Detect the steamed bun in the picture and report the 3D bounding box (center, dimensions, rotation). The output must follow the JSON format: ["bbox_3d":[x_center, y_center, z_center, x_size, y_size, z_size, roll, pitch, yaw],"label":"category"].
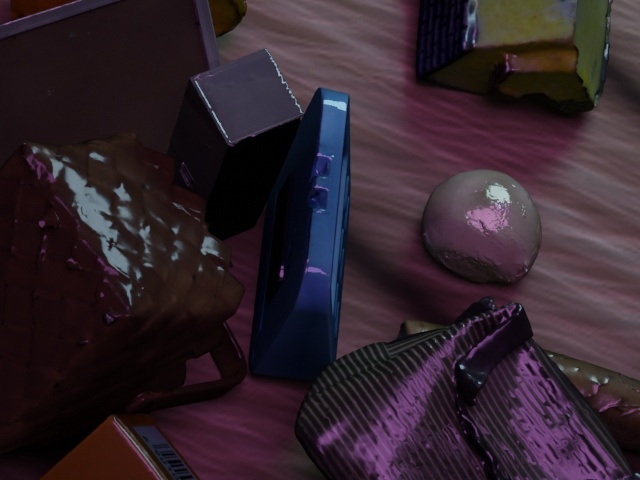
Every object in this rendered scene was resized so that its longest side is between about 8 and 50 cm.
[{"bbox_3d":[0.174,-0.021,1.930,0.130,0.091,0.112,24,63,-1],"label":"steamed bun"}]

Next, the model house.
[{"bbox_3d":[0.202,-0.245,2.028,0.211,0.170,0.194,0,72,18],"label":"model house"}]

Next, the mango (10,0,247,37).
[{"bbox_3d":[-0.199,-0.256,1.933,0.248,0.151,0.156,-1,99,-19],"label":"mango"}]

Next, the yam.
[{"bbox_3d":[0.255,0.158,1.881,0.371,0.083,0.083,14,65,-6],"label":"yam"}]

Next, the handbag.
[{"bbox_3d":[0.154,0.217,1.719,0.240,0.247,0.341,-38,86,1],"label":"handbag"}]

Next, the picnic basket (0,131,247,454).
[{"bbox_3d":[-0.216,0.051,1.737,0.254,0.291,0.321,57,27,14],"label":"picnic basket"}]

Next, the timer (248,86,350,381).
[{"bbox_3d":[0.000,0.000,1.797,0.091,0.250,0.232,10,66,-7],"label":"timer"}]

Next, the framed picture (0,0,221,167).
[{"bbox_3d":[-0.223,-0.147,1.867,0.274,0.217,0.017,-19,28,-20],"label":"framed picture"}]

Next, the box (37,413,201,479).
[{"bbox_3d":[-0.136,0.392,1.619,0.264,0.116,0.415,-42,79,4],"label":"box"}]

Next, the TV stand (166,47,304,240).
[{"bbox_3d":[-0.094,-0.080,1.798,0.088,0.269,0.083,-23,74,-20],"label":"TV stand"}]
